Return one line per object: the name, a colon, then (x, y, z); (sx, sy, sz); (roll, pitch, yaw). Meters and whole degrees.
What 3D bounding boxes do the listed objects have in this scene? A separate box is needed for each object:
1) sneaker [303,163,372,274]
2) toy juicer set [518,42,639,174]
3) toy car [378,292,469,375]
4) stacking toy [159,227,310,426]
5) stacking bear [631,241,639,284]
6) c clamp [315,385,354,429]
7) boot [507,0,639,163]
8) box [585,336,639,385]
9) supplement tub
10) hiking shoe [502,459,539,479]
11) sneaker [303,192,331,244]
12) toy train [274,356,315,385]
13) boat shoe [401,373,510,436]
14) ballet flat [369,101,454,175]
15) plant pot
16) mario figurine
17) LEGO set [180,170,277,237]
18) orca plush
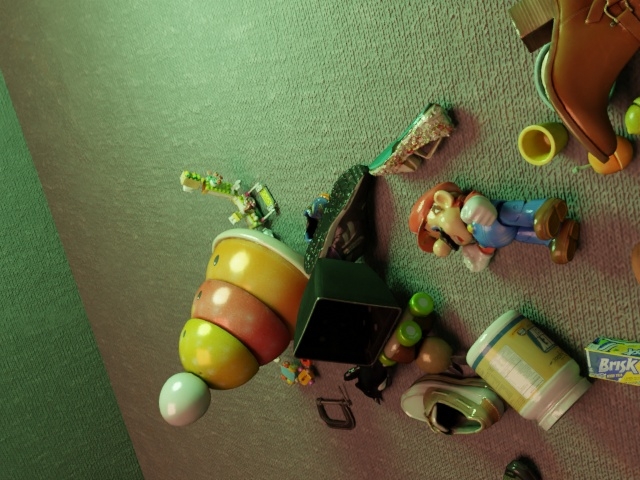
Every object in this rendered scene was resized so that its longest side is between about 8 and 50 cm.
sneaker: (0.070, -0.037, 1.667); (0.283, 0.124, 0.107); (-65, 22, 23)
toy juicer set: (0.423, -0.245, 1.123); (0.209, 0.089, 0.329); (30, 131, 36)
toy car: (0.244, 0.228, 1.606); (0.188, 0.149, 0.155); (29, 149, 1)
stacking toy: (-0.225, 0.238, 1.792); (0.351, 0.480, 0.350); (25, 148, 17)
stacking bear: (0.582, -0.042, 1.006); (0.175, 0.164, 0.289); (21, 125, -12)
c clamp: (0.039, 0.464, 2.042); (0.161, 0.022, 0.137); (-21, 99, 51)
boot: (0.417, -0.272, 1.036); (0.220, 0.109, 0.283); (-27, 70, 24)
box: (0.548, 0.212, 1.271); (0.169, 0.054, 0.059); (4, 113, 49)
supplement tub: (0.393, 0.245, 1.396); (0.200, 0.144, 0.144); (44, 138, 23)
hiking shoe: (0.411, 0.580, 1.593); (0.086, 0.114, 0.227); (23, 127, 40)
sneaker: (0.000, 0.000, 1.760); (0.083, 0.087, 0.221); (13, 120, 47)
toy train: (-0.060, 0.343, 2.067); (0.166, 0.046, 0.125); (-16, 97, 49)
boat shoe: (0.274, 0.368, 1.630); (0.113, 0.103, 0.302); (55, 145, -9)
ballet flat: (0.179, -0.179, 1.458); (0.077, 0.091, 0.241); (39, 145, -5)
plant pot: (0.047, 0.144, 1.612); (0.167, 0.188, 0.187); (-99, 24, -49)
mario figurine: (0.293, -0.006, 1.352); (0.320, 0.170, 0.198); (7, 118, 46)
LEGO set: (-0.217, -0.115, 1.911); (0.287, 0.132, 0.107); (43, 138, -10)
orca plush: (0.097, 0.307, 1.783); (0.287, 0.102, 0.151); (100, 156, -61)
